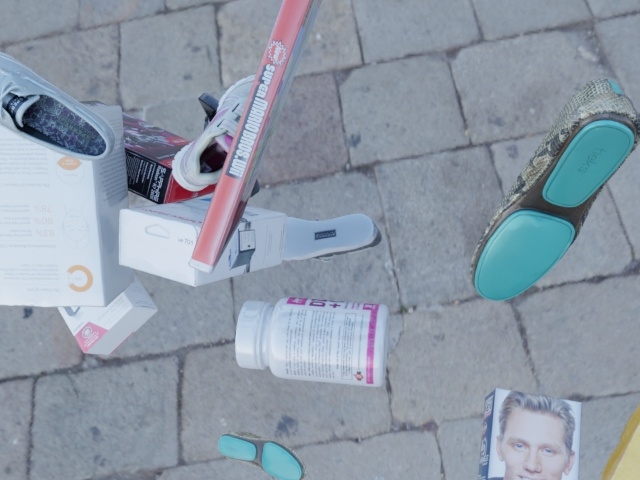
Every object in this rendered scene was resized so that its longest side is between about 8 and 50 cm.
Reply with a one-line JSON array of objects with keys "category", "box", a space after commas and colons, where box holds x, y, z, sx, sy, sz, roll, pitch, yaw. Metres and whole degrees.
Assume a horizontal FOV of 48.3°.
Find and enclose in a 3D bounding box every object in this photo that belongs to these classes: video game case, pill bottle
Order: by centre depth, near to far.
[{"category": "video game case", "box": [-0.050, -0.126, 0.669, 0.025, 0.204, 0.285, 21, 104, -4]}, {"category": "pill bottle", "box": [-0.012, 0.194, 1.394, 0.283, 0.160, 0.160, 4, 63, 8]}]

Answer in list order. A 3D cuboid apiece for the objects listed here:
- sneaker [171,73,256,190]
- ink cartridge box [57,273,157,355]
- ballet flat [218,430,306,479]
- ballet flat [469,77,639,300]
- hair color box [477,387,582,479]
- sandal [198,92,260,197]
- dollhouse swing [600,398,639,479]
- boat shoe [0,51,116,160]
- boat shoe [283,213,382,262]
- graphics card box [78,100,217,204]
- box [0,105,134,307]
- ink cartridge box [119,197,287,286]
[{"category": "sneaker", "box": [-0.151, -0.183, 1.252, 0.252, 0.103, 0.111, -53, 25, -3]}, {"category": "ink cartridge box", "box": [-0.474, 0.111, 1.522, 0.158, 0.092, 0.218, -43, 66, 10]}, {"category": "ballet flat", "box": [-0.103, 0.411, 1.387, 0.206, 0.067, 0.073, 13, 94, 30]}, {"category": "ballet flat", "box": [0.426, -0.091, 1.332, 0.164, 0.482, 0.182, 18, 43, -4]}, {"category": "hair color box", "box": [0.397, 0.476, 1.379, 0.174, 0.105, 0.347, 9, 68, 5]}, {"category": "sandal", "box": [-0.191, -0.186, 1.476, 0.054, 0.254, 0.097, -38, 40, -21]}, {"category": "dollhouse swing", "box": [0.455, 0.190, 0.664, 0.305, 0.315, 0.346, 26, 92, 23]}, {"category": "boat shoe", "box": [-0.353, -0.165, 0.861, 0.228, 0.081, 0.079, 27, 95, -22]}, {"category": "boat shoe", "box": [0.000, -0.004, 1.776, 0.306, 0.105, 0.113, -11, 69, 18]}, {"category": "graphics card box", "box": [-0.415, -0.196, 1.542, 0.371, 0.233, 0.094, 24, 110, 15]}, {"category": "box", "box": [-0.477, -0.067, 1.298, 0.215, 0.168, 0.345, 1, 103, 4]}, {"category": "ink cartridge box", "box": [-0.157, -0.004, 0.977, 0.140, 0.191, 0.082, 13, 106, 30]}]
